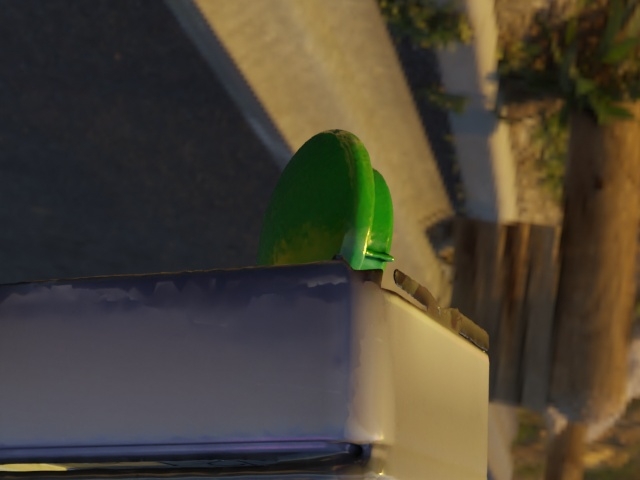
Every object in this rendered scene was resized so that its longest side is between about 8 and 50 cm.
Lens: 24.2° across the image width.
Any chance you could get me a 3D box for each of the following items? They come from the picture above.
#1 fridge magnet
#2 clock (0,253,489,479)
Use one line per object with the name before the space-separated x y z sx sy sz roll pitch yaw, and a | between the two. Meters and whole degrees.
fridge magnet | 0.000 0.000 1.377 0.088 0.208 0.208 15 165 -24
clock | -0.047 0.060 0.534 0.193 0.073 0.145 -5 165 20
